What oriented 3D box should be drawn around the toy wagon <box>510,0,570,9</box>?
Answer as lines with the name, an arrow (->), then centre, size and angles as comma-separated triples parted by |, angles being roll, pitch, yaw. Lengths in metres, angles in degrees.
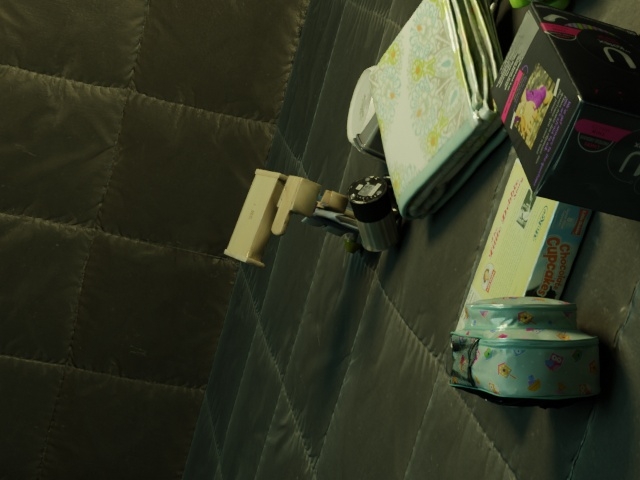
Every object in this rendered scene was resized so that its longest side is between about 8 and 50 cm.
toy wagon -> 0.281, -0.493, 1.807 | 0.267, 0.068, 0.344 | 61, 180, -21

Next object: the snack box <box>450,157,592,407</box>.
snack box -> 0.289, 0.058, 1.656 | 0.187, 0.060, 0.321 | -116, 40, -67

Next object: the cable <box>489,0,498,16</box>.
cable -> 0.279, -0.531, 2.125 | 0.257, 0.089, 0.257 | -114, 38, -67

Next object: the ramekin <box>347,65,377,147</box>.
ramekin -> 0.134, -0.279, 2.435 | 0.207, 0.109, 0.207 | -167, 90, -76

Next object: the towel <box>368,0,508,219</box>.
towel -> 0.211, -0.255, 2.051 | 0.374, 0.090, 0.320 | 131, 136, -55

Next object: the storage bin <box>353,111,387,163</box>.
storage bin -> 0.148, -0.210, 2.303 | 0.091, 0.135, 0.098 | -60, 20, 20

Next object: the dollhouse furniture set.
dollhouse furniture set -> 0.000, 0.000, 2.401 | 0.286, 0.303, 0.198 | 17, 87, 65

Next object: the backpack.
backpack -> 0.267, 0.144, 1.452 | 0.188, 0.166, 0.144 | -156, 69, -73

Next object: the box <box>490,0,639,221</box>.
box -> 0.339, -0.168, 1.438 | 0.270, 0.165, 0.143 | -98, 25, -53

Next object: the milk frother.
milk frother -> 0.142, -0.053, 2.265 | 0.143, 0.129, 0.134 | 36, 154, 45
